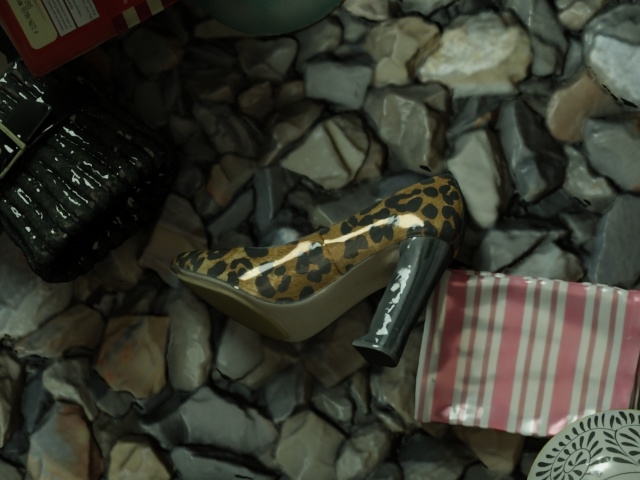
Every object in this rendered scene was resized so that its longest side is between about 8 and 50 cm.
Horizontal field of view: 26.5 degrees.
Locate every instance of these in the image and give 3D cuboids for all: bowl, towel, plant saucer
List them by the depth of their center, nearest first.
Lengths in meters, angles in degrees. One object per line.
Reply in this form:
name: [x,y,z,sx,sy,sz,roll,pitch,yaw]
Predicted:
bowl: [0.258,0.234,1.140,0.170,0.080,0.170,1,101,4]
towel: [0.184,0.103,1.204,0.197,0.029,0.144,7,91,14]
plant saucer: [-0.051,-0.289,1.256,0.194,0.037,0.195,0,90,13]

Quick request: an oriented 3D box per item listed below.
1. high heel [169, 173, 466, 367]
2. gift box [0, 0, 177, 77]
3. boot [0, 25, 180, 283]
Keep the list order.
high heel: [0.000,0.000,1.243,0.261,0.093,0.186,16,66,29]
gift box: [-0.247,-0.321,1.132,0.276,0.255,0.258,-26,42,-11]
boot: [-0.328,-0.042,1.275,0.348,0.131,0.260,-44,81,10]
